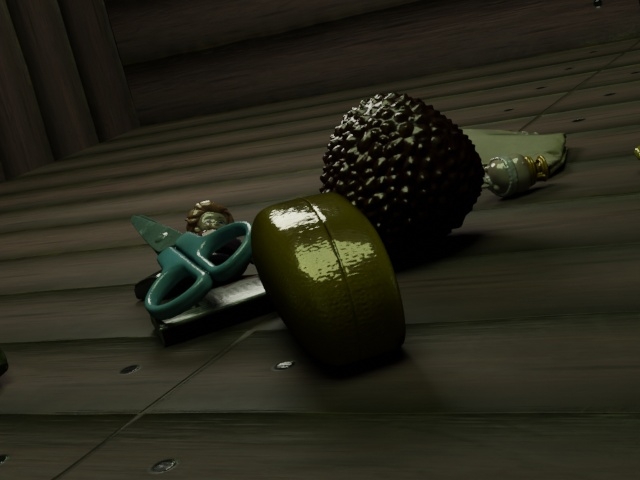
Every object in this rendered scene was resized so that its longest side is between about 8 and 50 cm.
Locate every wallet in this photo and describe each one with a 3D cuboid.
[{"bbox_3d":[0.308,-0.155,2.109,0.335,0.068,0.275,1,23,28],"label":"wallet"}]

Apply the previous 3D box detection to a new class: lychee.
[{"bbox_3d":[0.109,-0.084,1.692,0.271,0.271,0.271,-13,14,3],"label":"lychee"}]

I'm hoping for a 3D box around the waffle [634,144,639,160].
[{"bbox_3d":[0.687,-0.168,1.729,0.382,0.095,0.379,-14,15,8],"label":"waffle"}]

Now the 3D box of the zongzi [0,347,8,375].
[{"bbox_3d":[-0.522,0.189,1.608,0.130,0.062,0.154,-32,13,-20],"label":"zongzi"}]

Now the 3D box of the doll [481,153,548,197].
[{"bbox_3d":[0.319,-0.107,1.906,0.127,0.073,0.084,-12,-20,-7],"label":"doll"}]

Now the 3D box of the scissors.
[{"bbox_3d":[-0.232,0.007,1.731,0.192,0.029,0.447,-41,25,-10],"label":"scissors"}]

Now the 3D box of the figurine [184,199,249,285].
[{"bbox_3d":[-0.181,0.008,1.822,0.126,0.114,0.157,-2,28,-18],"label":"figurine"}]

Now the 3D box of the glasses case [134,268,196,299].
[{"bbox_3d":[-0.226,0.049,1.880,0.072,0.042,0.191,-13,11,39],"label":"glasses case"}]

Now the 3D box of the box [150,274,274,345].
[{"bbox_3d":[-0.156,0.098,1.621,0.177,0.036,0.115,-18,14,-14],"label":"box"}]

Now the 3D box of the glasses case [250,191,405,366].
[{"bbox_3d":[-0.007,0.037,1.420,0.141,0.173,0.371,-13,14,-8],"label":"glasses case"}]

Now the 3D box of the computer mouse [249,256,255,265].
[{"bbox_3d":[-0.041,0.011,1.721,0.126,0.071,0.231,-48,10,-3],"label":"computer mouse"}]
